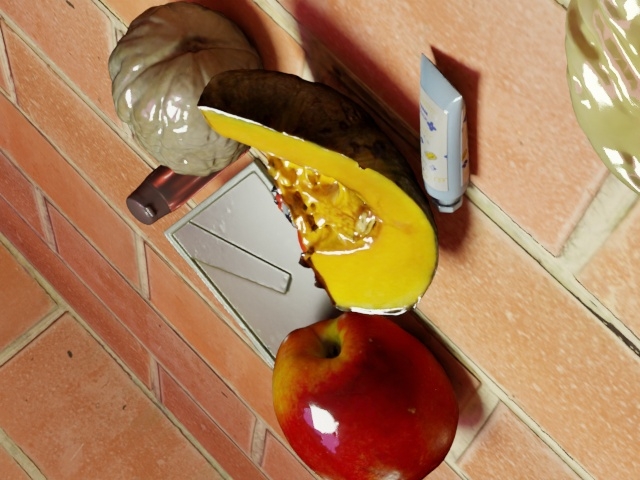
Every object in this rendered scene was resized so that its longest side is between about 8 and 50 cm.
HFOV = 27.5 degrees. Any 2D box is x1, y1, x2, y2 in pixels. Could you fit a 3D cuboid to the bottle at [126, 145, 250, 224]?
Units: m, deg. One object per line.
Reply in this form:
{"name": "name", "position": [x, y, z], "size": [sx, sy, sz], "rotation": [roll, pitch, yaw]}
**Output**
{"name": "bottle", "position": [-0.163, -0.083, 1.590], "size": [0.060, 0.164, 0.060], "rotation": [42, 159, 20]}

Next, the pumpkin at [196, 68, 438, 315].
{"name": "pumpkin", "position": [0.034, -0.076, 1.293], "size": [0.169, 0.148, 0.312], "rotation": [-9, 137, 30]}

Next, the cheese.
{"name": "cheese", "position": [0.249, -0.106, 0.766], "size": [0.226, 0.117, 0.214], "rotation": [32, 151, 27]}

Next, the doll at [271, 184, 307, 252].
{"name": "doll", "position": [0.000, 0.000, 1.554], "size": [0.169, 0.057, 0.109], "rotation": [41, 161, 19]}

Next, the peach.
{"name": "peach", "position": [0.049, 0.203, 1.596], "size": [0.243, 0.199, 0.243], "rotation": [28, 144, 23]}

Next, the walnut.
{"name": "walnut", "position": [-0.142, -0.160, 1.420], "size": [0.178, 0.178, 0.230], "rotation": [43, 164, 16]}

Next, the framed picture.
{"name": "framed picture", "position": [-0.065, 0.040, 1.671], "size": [0.184, 0.016, 0.250], "rotation": [-36, 96, 32]}

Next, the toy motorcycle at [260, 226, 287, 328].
{"name": "toy motorcycle", "position": [-0.056, 0.049, 1.735], "size": [0.122, 0.080, 0.215], "rotation": [29, 147, 44]}

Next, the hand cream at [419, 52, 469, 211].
{"name": "hand cream", "position": [0.111, -0.089, 1.178], "size": [0.065, 0.043, 0.170], "rotation": [53, 164, 35]}
